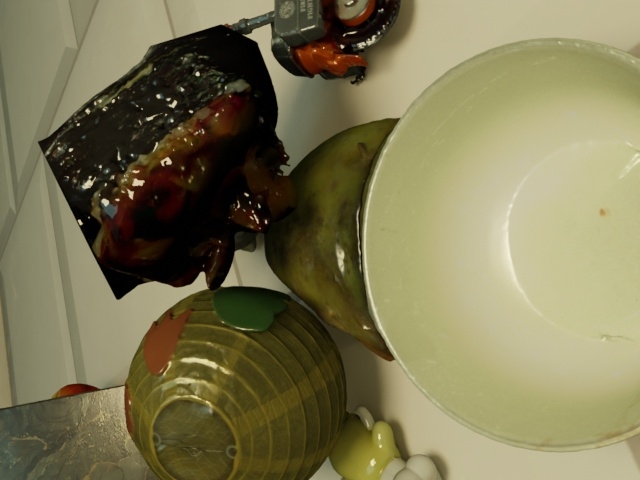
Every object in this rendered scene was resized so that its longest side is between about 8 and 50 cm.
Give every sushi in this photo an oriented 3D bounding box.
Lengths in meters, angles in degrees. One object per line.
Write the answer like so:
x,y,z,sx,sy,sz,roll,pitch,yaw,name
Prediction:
-0.140,-0.067,0.563,0.212,0.227,0.216,40,149,44,sushi

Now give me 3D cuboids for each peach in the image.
-0.547,0.473,1.231,0.281,0.238,0.281,55,173,10,peach

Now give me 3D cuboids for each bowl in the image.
0.173,0.001,0.414,0.277,0.145,0.278,5,96,51,bowl

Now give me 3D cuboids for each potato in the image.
0.000,0.000,0.653,0.255,0.111,0.270,-1,89,51,potato

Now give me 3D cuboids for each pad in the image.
-0.479,0.435,1.099,0.007,0.366,0.248,87,172,-78,pad

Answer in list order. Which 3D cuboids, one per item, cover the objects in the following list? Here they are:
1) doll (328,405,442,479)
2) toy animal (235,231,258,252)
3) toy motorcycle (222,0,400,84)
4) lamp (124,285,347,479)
0.068,0.257,0.612,0.162,0.062,0.106,23,108,49,doll
-0.195,-0.039,0.874,0.266,0.187,0.308,-100,26,-46,toy animal
-0.018,-0.343,0.642,0.221,0.147,0.326,-9,78,28,toy motorcycle
-0.083,0.163,0.637,0.249,0.284,0.251,4,102,17,lamp
